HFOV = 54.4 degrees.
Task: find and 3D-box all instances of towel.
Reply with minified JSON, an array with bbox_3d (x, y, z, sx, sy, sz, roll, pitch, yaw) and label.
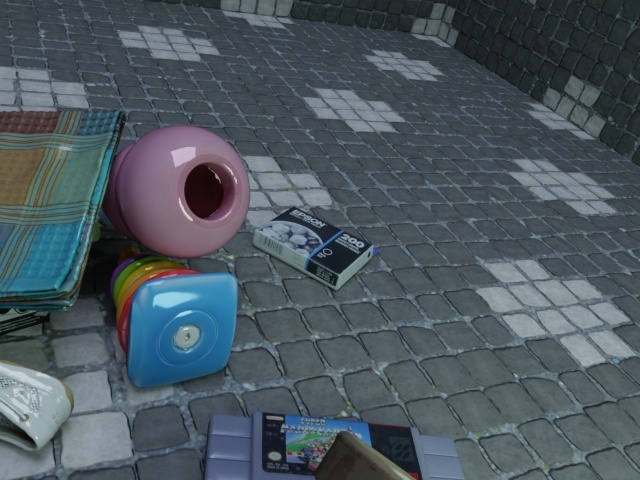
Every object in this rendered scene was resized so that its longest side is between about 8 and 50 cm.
[{"bbox_3d":[-0.445,-0.063,0.892,0.271,0.040,0.370,0,51,0],"label":"towel"}]

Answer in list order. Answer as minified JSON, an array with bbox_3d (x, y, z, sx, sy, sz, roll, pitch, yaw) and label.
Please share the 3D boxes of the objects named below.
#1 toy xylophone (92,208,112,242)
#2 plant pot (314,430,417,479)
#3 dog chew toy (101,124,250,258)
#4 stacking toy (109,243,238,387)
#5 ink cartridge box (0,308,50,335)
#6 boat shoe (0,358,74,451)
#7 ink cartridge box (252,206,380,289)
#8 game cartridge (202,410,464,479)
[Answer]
[{"bbox_3d":[-0.480,-0.058,1.053,0.081,0.236,0.323,-12,26,31],"label":"toy xylophone"},{"bbox_3d":[0.060,0.350,0.585,0.263,0.263,0.229,33,78,26],"label":"plant pot"},{"bbox_3d":[-0.262,-0.078,1.027,0.206,0.207,0.331,-13,11,-38],"label":"dog chew toy"},{"bbox_3d":[-0.269,0.080,0.991,0.165,0.175,0.302,-5,26,-34],"label":"stacking toy"},{"bbox_3d":[-0.499,0.098,0.890,0.207,0.097,0.046,-16,44,-39],"label":"ink cartridge box"},{"bbox_3d":[-0.456,0.188,0.769,0.277,0.098,0.096,16,31,-1],"label":"boat shoe"},{"bbox_3d":[0.000,0.000,1.305,0.206,0.045,0.208,27,33,19],"label":"ink cartridge box"},{"bbox_3d":[0.026,0.331,0.795,0.354,0.068,0.230,9,37,-11],"label":"game cartridge"}]
